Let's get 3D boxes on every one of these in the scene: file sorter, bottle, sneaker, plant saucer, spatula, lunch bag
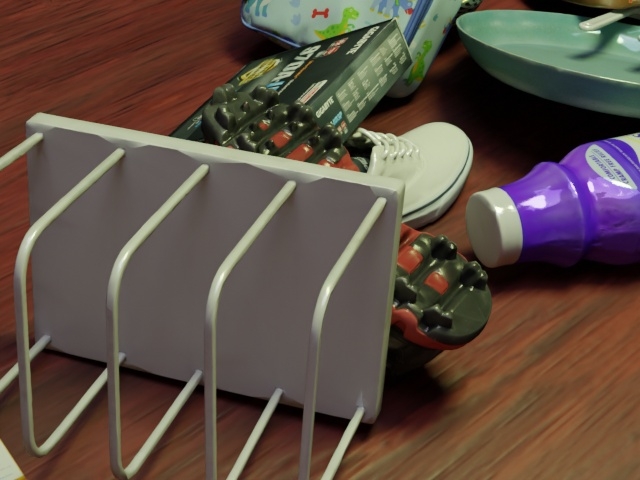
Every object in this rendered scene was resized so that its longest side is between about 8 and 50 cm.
[{"bbox_3d":[-0.104,0.054,0.856,0.278,0.192,0.173,11,29,13],"label":"file sorter"},{"bbox_3d":[0.267,-0.036,1.107,0.283,0.092,0.118,-11,41,-18],"label":"bottle"},{"bbox_3d":[0.051,-0.056,1.114,0.094,0.091,0.258,30,46,29],"label":"sneaker"},{"bbox_3d":[0.289,-0.176,1.264,0.318,0.043,0.317,8,21,-3],"label":"plant saucer"},{"bbox_3d":[0.000,0.000,0.977,0.276,0.135,0.098,44,47,8],"label":"sneaker"},{"bbox_3d":[0.380,-0.232,1.369,0.168,0.019,0.242,21,27,26],"label":"spatula"},{"bbox_3d":[0.033,-0.262,1.301,0.219,0.176,0.090,32,8,30],"label":"lunch bag"}]

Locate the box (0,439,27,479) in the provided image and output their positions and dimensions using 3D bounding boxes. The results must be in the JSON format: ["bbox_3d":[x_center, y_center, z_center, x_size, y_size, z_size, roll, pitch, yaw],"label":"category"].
[{"bbox_3d":[-0.267,0.154,0.881,0.081,0.028,0.136,-21,42,-28],"label":"box"}]

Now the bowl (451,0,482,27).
[{"bbox_3d":[0.118,-0.282,1.399,0.170,0.080,0.170,-6,51,7],"label":"bowl"}]

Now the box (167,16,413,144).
[{"bbox_3d":[-0.033,-0.122,1.150,0.175,0.051,0.220,-12,24,32],"label":"box"}]

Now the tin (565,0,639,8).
[{"bbox_3d":[0.310,-0.298,1.444,0.106,0.040,0.190,-14,25,-24],"label":"tin"}]
